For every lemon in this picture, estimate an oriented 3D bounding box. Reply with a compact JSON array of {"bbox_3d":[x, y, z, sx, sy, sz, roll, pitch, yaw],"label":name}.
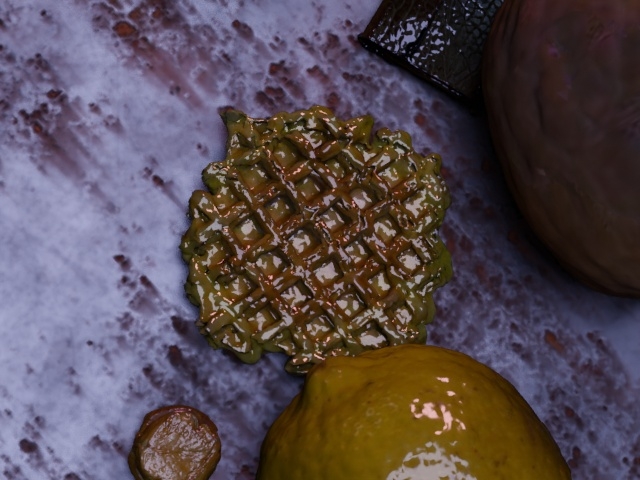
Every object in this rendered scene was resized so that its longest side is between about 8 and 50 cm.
[{"bbox_3d":[0.084,0.225,1.145,0.253,0.253,0.310,-37,95,-14],"label":"lemon"}]

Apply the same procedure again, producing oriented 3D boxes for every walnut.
[{"bbox_3d":[0.301,-0.102,1.217,0.306,0.306,0.344,-10,83,-13],"label":"walnut"}]

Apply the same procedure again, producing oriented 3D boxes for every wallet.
[{"bbox_3d":[0.152,-0.253,1.328,0.133,0.039,0.243,33,75,-3],"label":"wallet"}]

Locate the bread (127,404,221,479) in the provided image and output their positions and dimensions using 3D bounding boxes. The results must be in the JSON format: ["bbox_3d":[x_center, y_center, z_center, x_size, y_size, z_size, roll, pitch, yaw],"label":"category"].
[{"bbox_3d":[-0.125,0.183,1.206,0.081,0.046,0.083,-1,81,-18],"label":"bread"}]

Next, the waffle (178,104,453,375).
[{"bbox_3d":[0.000,0.000,1.256,0.254,0.052,0.245,6,80,-12],"label":"waffle"}]
